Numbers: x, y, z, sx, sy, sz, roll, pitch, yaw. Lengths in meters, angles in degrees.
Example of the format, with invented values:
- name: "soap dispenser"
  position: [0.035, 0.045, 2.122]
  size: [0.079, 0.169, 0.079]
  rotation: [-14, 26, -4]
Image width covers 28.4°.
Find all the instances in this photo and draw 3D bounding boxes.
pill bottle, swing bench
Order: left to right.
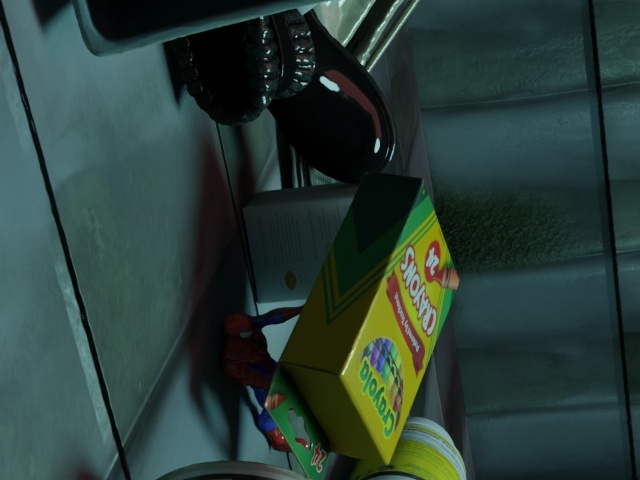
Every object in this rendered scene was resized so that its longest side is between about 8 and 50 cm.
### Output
- name: "swing bench"
  position: [0.033, -0.349, 1.673]
  size: [0.253, 0.165, 0.254]
  rotation: [-56, 169, 3]
- name: "pill bottle"
  position: [0.134, 0.405, 2.011]
  size: [0.334, 0.187, 0.188]
  rotation: [-51, 134, -74]

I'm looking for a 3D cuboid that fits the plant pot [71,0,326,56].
- name: "plant pot"
  position: [-0.114, -0.341, 1.086]
  size: [0.252, 0.247, 0.248]
  rotation: [-109, -175, -59]

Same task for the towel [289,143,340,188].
- name: "towel"
  position: [-0.006, -0.066, 1.942]
  size: [0.324, 0.056, 0.312]
  rotation: [18, 70, -80]

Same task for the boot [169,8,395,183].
- name: "boot"
  position: [-0.041, -0.177, 1.453]
  size: [0.348, 0.131, 0.260]
  rotation: [52, 17, -15]

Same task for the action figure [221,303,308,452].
- name: "action figure"
  position: [-0.031, 0.155, 1.486]
  size: [0.280, 0.139, 0.092]
  rotation: [63, 23, -54]

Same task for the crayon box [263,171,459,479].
- name: "crayon box"
  position: [0.055, 0.108, 1.428]
  size: [0.319, 0.081, 0.202]
  rotation: [-65, 149, -29]

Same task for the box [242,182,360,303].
- name: "box"
  position: [0.000, 0.000, 1.604]
  size: [0.091, 0.170, 0.130]
  rotation: [-56, 140, -71]

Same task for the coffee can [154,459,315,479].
- name: "coffee can"
  position: [-0.075, 0.346, 1.006]
  size: [0.275, 0.201, 0.202]
  rotation: [-84, 164, -45]

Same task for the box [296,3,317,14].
- name: "box"
  position: [-0.089, -0.381, 1.333]
  size: [0.324, 0.067, 0.063]
  rotation: [48, 18, -35]

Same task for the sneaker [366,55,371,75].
- name: "sneaker"
  position: [0.038, -0.175, 1.849]
  size: [0.095, 0.090, 0.235]
  rotation: [99, 0, -56]
